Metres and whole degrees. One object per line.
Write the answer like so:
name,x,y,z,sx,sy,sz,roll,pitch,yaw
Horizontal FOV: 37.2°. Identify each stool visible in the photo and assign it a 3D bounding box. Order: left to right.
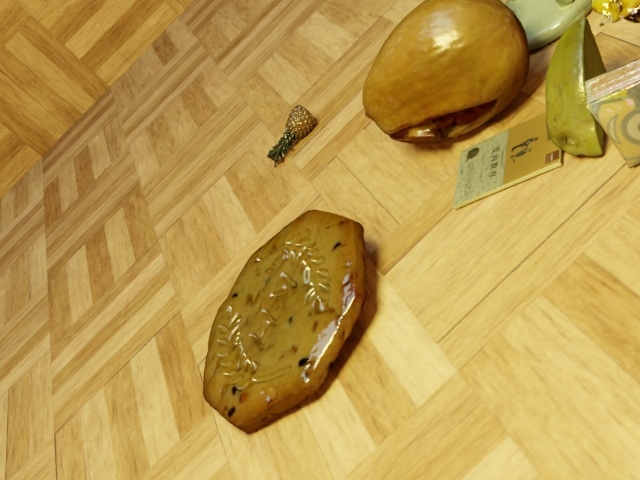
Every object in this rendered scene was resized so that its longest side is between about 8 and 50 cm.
stool,0.304,-0.423,1.461,0.195,0.198,0.195,-24,34,38

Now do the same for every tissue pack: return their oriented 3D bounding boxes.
tissue pack,0.394,-0.159,1.086,0.148,0.108,0.060,-23,34,36

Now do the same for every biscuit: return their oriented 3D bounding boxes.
biscuit,-0.059,0.107,1.392,0.359,0.046,0.359,-36,36,32

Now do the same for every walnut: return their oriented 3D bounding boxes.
walnut,0.176,-0.253,1.422,0.298,0.203,0.203,-22,36,44

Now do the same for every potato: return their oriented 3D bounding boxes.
potato,0.313,-0.192,1.214,0.081,0.120,0.149,-9,44,32

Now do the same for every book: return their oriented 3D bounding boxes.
book,0.260,-0.114,1.316,0.172,0.012,0.118,-24,36,36

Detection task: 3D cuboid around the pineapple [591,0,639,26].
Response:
pineapple,0.534,-0.373,1.160,0.286,0.209,0.344,27,100,31

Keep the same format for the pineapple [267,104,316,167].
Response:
pineapple,-0.064,-0.202,1.836,0.124,0.058,0.058,-48,28,-1
